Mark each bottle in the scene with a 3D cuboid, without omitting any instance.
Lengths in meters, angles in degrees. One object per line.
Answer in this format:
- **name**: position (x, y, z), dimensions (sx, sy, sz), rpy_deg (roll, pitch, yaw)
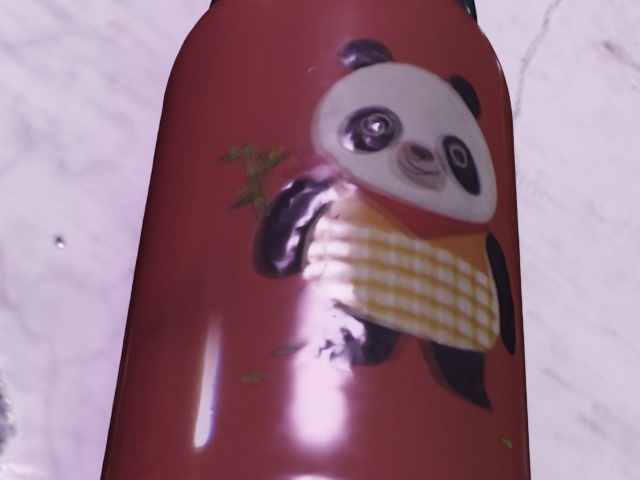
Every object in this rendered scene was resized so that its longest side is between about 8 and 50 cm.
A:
- **bottle**: position (0.000, 0.000, 0.558), dimensions (0.144, 0.144, 0.336), rpy_deg (17, 50, -19)
